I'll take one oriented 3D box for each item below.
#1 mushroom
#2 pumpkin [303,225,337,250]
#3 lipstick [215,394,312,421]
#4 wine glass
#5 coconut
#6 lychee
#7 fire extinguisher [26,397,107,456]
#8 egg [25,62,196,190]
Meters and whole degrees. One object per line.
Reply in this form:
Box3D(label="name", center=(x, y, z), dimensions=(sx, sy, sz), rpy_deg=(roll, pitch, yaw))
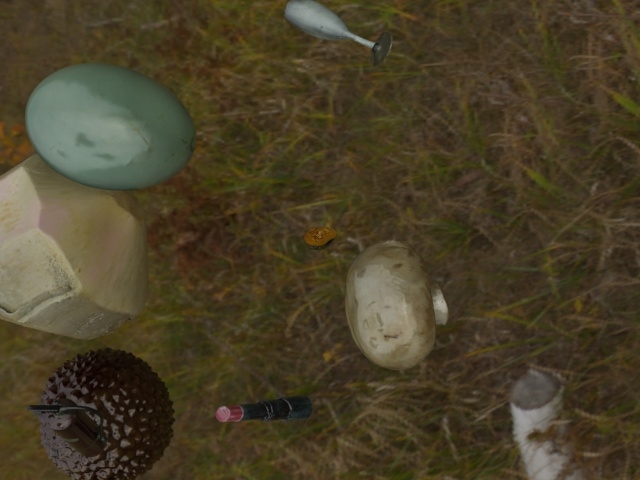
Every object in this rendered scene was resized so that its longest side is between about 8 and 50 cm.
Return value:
Box3D(label="mushroom", center=(0.096, 0.079, 1.193), dimensions=(0.166, 0.127, 0.166), rpy_deg=(167, 90, -80))
Box3D(label="pumpkin", center=(-0.001, 0.000, 1.946), dimensions=(0.050, 0.083, 0.028), rpy_deg=(33, 134, 31))
Box3D(label="lipstick", center=(-0.116, 0.339, 1.906), dimensions=(0.053, 0.234, 0.053), rpy_deg=(-7, 80, 43))
Box3D(label="wine glass", center=(0.028, -0.370, 1.652), dimensions=(0.198, 0.066, 0.066), rpy_deg=(31, 120, 26))
Box3D(label="coconut", center=(-0.451, 0.014, 1.655), dimensions=(0.353, 0.353, 0.352), rpy_deg=(12, 108, 41))
Box3D(label="lychee", center=(-0.413, 0.337, 1.791), dimensions=(0.267, 0.267, 0.267), rpy_deg=(12, 108, 41))
Box3D(label="fire extinguisher", center=(-0.312, 0.237, 1.227), dimensions=(0.157, 0.078, 0.045), rpy_deg=(77, -175, -60))
Box3D(label="egg", center=(-0.282, -0.152, 1.283), dimensions=(0.231, 0.168, 0.168), rpy_deg=(13, 115, -2))
